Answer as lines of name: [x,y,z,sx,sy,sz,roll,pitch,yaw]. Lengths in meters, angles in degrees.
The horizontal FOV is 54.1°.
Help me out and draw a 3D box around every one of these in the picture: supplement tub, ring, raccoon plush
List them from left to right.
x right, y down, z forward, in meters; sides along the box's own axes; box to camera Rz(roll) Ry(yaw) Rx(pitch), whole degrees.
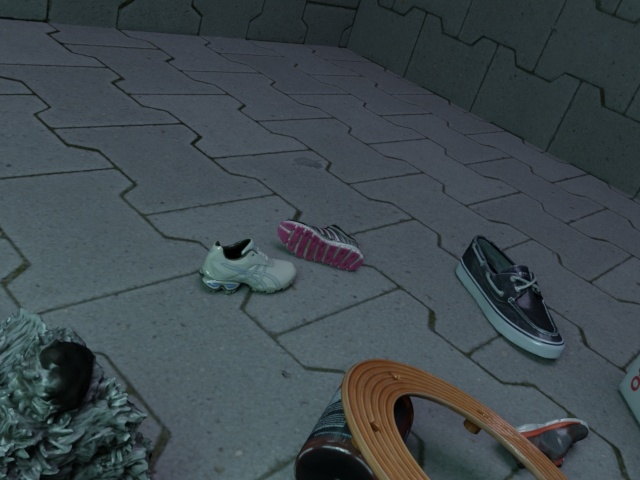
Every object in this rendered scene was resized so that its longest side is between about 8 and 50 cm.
raccoon plush: [-0.355,0.221,0.517,0.446,0.216,0.299,2,31,35]
supplement tub: [0.051,0.228,0.752,0.106,0.106,0.198,26,28,12]
ring: [0.160,0.242,0.644,0.336,0.032,0.337,31,15,-9]

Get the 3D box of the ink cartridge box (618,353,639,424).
ink cartridge box: [0.628,0.252,0.877,0.166,0.286,0.395,15,27,-7]

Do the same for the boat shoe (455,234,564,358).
boat shoe: [0.366,0.095,1.192,0.108,0.102,0.301,6,30,-23]

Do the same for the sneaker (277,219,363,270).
sneaker: [0.000,0.000,1.181,0.170,0.063,0.075,20,28,-8]

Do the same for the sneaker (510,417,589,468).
sneaker: [0.321,0.291,0.882,0.157,0.061,0.065,2,59,-28]

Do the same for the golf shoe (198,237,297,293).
golf shoe: [-0.106,0.037,1.020,0.176,0.086,0.069,-1,32,-37]
